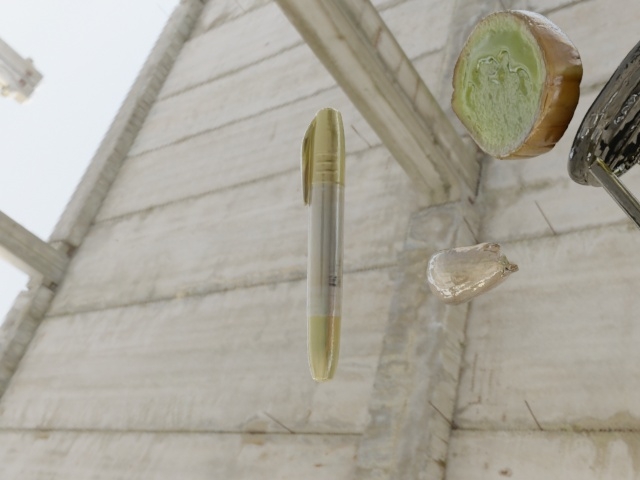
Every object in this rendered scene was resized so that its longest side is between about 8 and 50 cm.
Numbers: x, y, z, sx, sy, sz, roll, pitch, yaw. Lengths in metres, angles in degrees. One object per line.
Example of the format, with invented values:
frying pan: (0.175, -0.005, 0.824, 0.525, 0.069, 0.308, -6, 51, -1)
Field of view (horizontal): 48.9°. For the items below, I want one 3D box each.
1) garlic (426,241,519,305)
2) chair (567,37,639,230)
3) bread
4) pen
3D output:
garlic: (0.212, 0.047, 1.042, 0.101, 0.086, 0.195, -18, 173, -9)
chair: (0.592, -0.101, 0.943, 0.410, 0.362, 0.364, 43, -53, 29)
bread: (0.288, -0.233, 1.066, 0.070, 0.236, 0.236, -6, -149, -23)
pen: (0.000, 0.000, 0.590, 0.040, 0.032, 0.233, 2, -100, 0)
